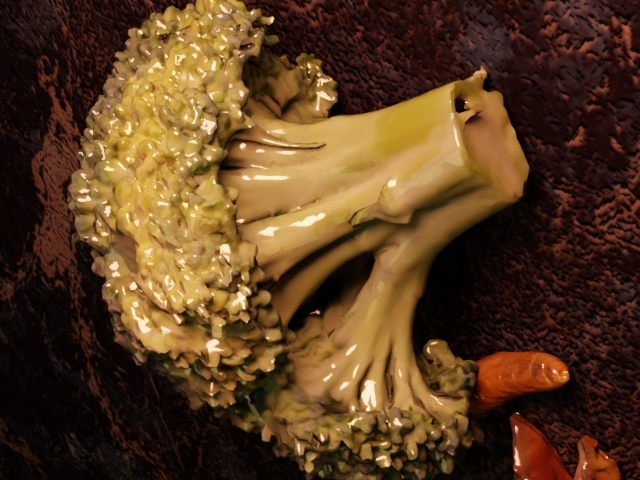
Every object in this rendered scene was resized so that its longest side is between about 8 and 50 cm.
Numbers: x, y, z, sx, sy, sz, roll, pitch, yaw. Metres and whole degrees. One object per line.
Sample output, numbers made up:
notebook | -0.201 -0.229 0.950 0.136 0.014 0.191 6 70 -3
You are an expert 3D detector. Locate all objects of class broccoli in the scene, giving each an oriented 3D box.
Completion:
broccoli | -0.021 0.011 1.317 0.375 0.249 0.302 62 152 -5

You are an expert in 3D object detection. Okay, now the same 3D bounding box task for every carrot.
carrot | 0.121 0.105 1.424 0.047 0.047 0.191 57 146 -6

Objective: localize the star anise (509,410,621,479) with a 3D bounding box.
star anise | 0.199 0.245 1.409 0.288 0.088 0.288 34 132 47
